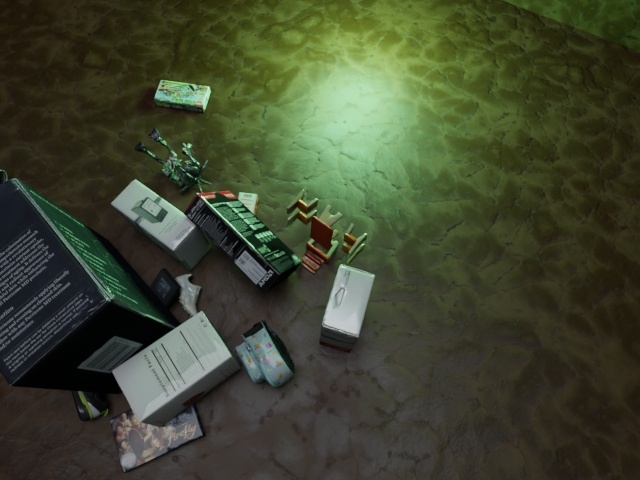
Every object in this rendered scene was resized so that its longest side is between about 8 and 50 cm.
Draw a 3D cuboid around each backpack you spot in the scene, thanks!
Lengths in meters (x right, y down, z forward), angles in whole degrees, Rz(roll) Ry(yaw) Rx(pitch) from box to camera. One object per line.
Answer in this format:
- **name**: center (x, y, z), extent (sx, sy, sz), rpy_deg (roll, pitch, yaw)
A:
- **backpack**: center (-0.166, 0.368, 1.401), extent (0.144, 0.166, 0.188), rpy_deg (-38, 69, -14)

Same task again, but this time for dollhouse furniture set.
- **dollhouse furniture set**: center (0.000, 0.000, 1.514), extent (0.262, 0.259, 0.135), rpy_deg (36, 68, 14)

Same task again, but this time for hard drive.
- **hard drive**: center (-0.531, 0.173, 1.512), extent (0.094, 0.022, 0.135), rpy_deg (44, 110, 18)

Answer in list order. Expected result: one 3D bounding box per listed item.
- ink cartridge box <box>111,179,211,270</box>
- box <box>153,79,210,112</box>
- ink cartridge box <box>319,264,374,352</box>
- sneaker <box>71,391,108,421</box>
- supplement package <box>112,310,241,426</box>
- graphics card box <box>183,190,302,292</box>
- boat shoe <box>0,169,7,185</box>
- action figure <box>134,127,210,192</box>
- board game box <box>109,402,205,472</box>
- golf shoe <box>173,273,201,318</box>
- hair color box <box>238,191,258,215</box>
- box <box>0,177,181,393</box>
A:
- **ink cartridge box**: center (-0.539, -0.049, 1.551), extent (0.289, 0.211, 0.121), rpy_deg (34, 71, 14)
- **box**: center (-0.575, -0.601, 1.882), extent (0.207, 0.036, 0.114), rpy_deg (8, 67, 2)
- **ink cartridge box**: center (0.078, 0.220, 1.412), extent (0.114, 0.273, 0.197), rpy_deg (16, 67, 6)
- **sneaker**: center (-0.727, 0.449, 1.415), extent (0.097, 0.084, 0.235), rpy_deg (-15, 66, -35)
- **supplement package**: center (-0.414, 0.382, 1.338), extent (0.293, 0.177, 0.175), rpy_deg (-34, 68, -15)
- **graphics card box**: center (-0.247, -0.008, 1.497), extent (0.371, 0.233, 0.094), rpy_deg (43, 106, 5)
- **boat shoe**: center (-1.196, -0.121, 1.619), extent (0.105, 0.113, 0.306), rpy_deg (-10, 57, 10)
- **action figure**: center (-0.535, -0.294, 1.683), extent (0.164, 0.275, 0.141), rpy_deg (-44, 33, 7)
- **board game box**: center (-0.495, 0.567, 1.374), extent (0.243, 0.042, 0.165), rpy_deg (-23, 69, -11)
- **golf shoe**: center (-0.438, 0.188, 1.530), extent (0.086, 0.069, 0.176), rpy_deg (-26, 71, -18)
- **hair color box**: center (-0.277, -0.104, 1.670), extent (0.072, 0.043, 0.141), rpy_deg (7, 68, 2)
- **box**: center (-0.711, 0.156, 1.288), extent (0.297, 0.480, 0.472), rpy_deg (-42, 71, -10)
